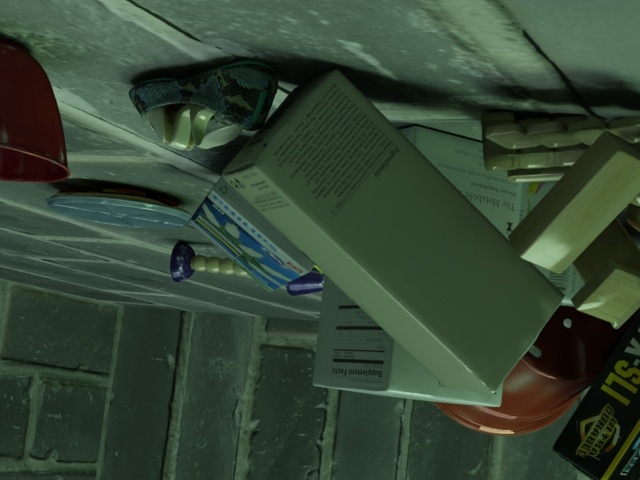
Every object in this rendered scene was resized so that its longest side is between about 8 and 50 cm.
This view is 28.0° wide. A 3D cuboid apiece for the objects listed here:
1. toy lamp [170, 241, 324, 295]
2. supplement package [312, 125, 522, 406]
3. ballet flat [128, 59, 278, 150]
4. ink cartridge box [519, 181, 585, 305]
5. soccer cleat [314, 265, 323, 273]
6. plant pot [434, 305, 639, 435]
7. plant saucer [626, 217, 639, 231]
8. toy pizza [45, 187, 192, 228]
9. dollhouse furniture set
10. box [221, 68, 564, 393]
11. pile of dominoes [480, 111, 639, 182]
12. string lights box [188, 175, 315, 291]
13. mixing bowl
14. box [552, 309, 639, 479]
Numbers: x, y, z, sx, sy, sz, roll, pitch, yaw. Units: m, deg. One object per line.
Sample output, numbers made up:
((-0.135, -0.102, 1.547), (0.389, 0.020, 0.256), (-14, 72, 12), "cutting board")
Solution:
((-0.116, 0.049, 2.171), (0.274, 0.080, 0.080), (3, 172, 15), "toy lamp")
((0.094, 0.029, 1.232), (0.139, 0.244, 0.134), (10, 172, -30), "supplement package")
((-0.107, -0.107, 1.071), (0.070, 0.070, 0.188), (12, 171, -35), "ballet flat")
((0.218, 0.000, 1.352), (0.175, 0.127, 0.072), (6, 175, 8), "ink cartridge box")
((0.000, 0.001, 1.684), (0.121, 0.093, 0.289), (11, 174, 20), "soccer cleat")
((0.274, 0.101, 1.657), (0.272, 0.272, 0.265), (8, 164, -9), "plant pot")
((0.404, 0.011, 1.286), (0.200, 0.037, 0.200), (26, -169, -5), "plant saucer")
((-0.273, -0.048, 1.757), (0.201, 0.032, 0.201), (5, 172, 1), "toy pizza")
((0.216, -0.036, 1.050), (0.151, 0.123, 0.144), (20, 121, -36), "dollhouse furniture set")
((0.060, -0.003, 1.050), (0.275, 0.113, 0.094), (45, 162, -14), "box")
((0.261, -0.091, 1.071), (0.251, 0.040, 0.196), (-3, 170, 9), "pile of dominoes")
((-0.062, -0.022, 1.416), (0.133, 0.077, 0.259), (41, 168, -4), "string lights box")
((-0.289, -0.113, 1.047), (0.181, 0.098, 0.181), (5, 173, 1), "mixing bowl")
((0.409, 0.137, 1.512), (0.079, 0.322, 0.257), (33, -177, 25), "box")
